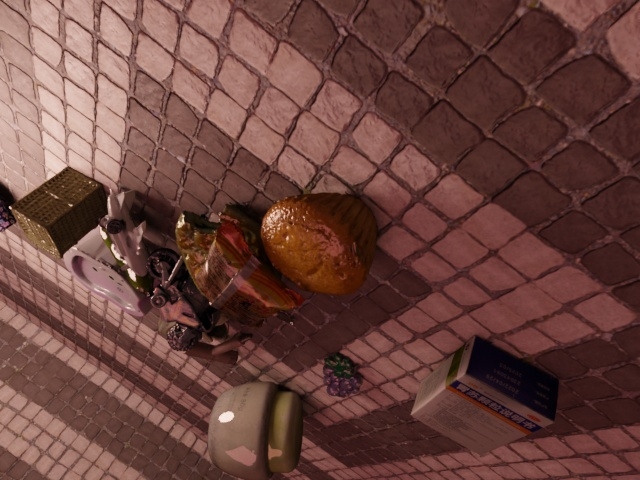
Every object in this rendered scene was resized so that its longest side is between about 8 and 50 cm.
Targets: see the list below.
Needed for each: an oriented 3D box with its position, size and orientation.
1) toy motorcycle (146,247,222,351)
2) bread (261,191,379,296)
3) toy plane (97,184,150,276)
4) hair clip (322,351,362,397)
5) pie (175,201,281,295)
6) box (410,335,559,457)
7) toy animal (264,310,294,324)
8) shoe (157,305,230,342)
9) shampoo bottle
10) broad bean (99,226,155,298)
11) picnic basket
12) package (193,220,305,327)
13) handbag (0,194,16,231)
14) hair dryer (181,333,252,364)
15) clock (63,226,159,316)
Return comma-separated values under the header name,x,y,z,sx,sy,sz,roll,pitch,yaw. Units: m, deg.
name,x,y,z,sx,sy,sz,roll,pitch,yaw
toy motorcycle,-0.365,0.157,1.234,0.173,0.108,0.307,-11,104,-5
bread,-0.004,0.002,0.875,0.240,0.139,0.240,19,139,18
toy plane,-0.520,-0.015,1.197,0.251,0.101,0.255,20,123,48
hair clip,0.067,0.401,1.334,0.124,0.052,0.195,8,128,15
pie,-0.227,0.046,1.092,0.303,0.067,0.302,10,122,16
box,0.362,0.367,1.035,0.200,0.106,0.299,28,140,6
toy animal,-0.197,0.183,1.235,0.155,0.095,0.219,-18,118,33
shoe,-0.389,0.259,1.421,0.210,0.132,0.342,36,138,0
shampoo bottle,-0.226,0.660,1.570,0.317,0.322,0.322,2,136,4
broad bean,-0.558,0.055,1.320,0.339,0.077,0.061,46,-177,26
picnic basket,-0.705,-0.071,1.241,0.134,0.196,0.154,26,142,9
package,-0.170,0.103,0.973,0.223,0.108,0.288,40,149,-4
handbag,-1.181,-0.142,1.556,0.229,0.127,0.207,28,143,20
hair dryer,-0.328,0.350,1.496,0.195,0.053,0.220,23,140,-31
clock,-0.695,0.113,1.505,0.339,0.102,0.338,20,140,17
